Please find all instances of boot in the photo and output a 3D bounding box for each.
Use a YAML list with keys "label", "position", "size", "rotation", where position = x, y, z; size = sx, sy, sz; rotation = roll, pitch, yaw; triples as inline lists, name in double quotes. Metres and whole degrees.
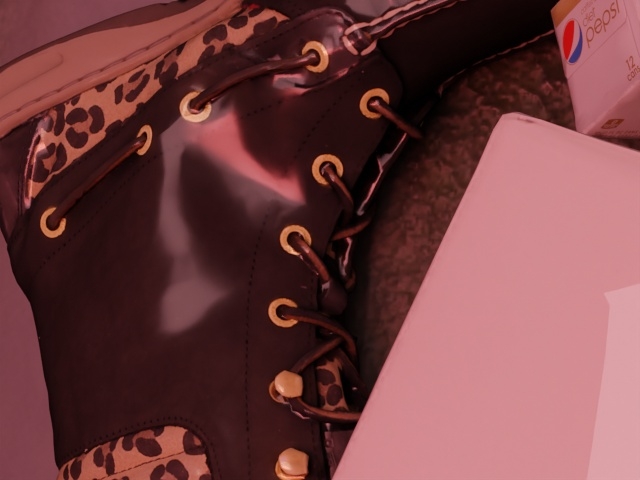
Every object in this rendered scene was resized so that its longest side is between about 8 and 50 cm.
- label: "boot"
  position: [0.000, 0.000, 0.922]
  size: [0.377, 0.138, 0.284]
  rotation: [-17, 69, 18]

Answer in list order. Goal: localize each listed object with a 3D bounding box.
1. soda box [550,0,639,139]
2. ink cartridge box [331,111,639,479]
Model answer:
- label: "soda box"
  position: [0.220, -0.093, 0.848]
  size: [0.216, 0.074, 0.069]
  rotation: [-3, 70, -21]
- label: "ink cartridge box"
  position: [0.129, 0.163, 0.693]
  size: [0.166, 0.395, 0.285]
  rotation: [22, 82, 25]
